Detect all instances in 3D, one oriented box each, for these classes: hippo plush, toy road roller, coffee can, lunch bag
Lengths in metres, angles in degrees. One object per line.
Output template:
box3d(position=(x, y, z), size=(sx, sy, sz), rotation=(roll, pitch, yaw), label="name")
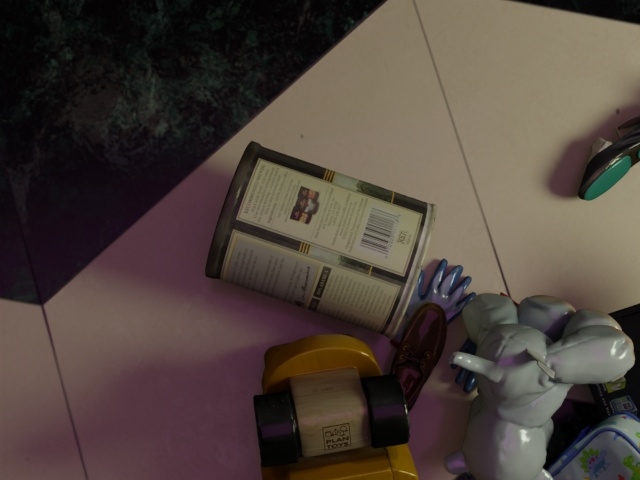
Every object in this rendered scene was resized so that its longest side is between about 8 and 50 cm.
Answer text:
box3d(position=(0.292, 0.223, 1.497), size=(0.234, 0.294, 0.236), rotation=(6, 107, 10), label="hippo plush")
box3d(position=(0.014, 0.276, 1.540), size=(0.203, 0.240, 0.329), rotation=(-9, 119, -5), label="toy road roller")
box3d(position=(0.000, 0.000, 1.554), size=(0.275, 0.201, 0.201), rotation=(19, 80, -1), label="coffee can")
box3d(position=(0.397, 0.353, 1.525), size=(0.176, 0.090, 0.219), rotation=(45, 119, 15), label="lunch bag")

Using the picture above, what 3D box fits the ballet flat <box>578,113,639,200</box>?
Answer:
box3d(position=(0.458, -0.139, 1.676), size=(0.203, 0.074, 0.074), rotation=(-36, 85, -2), label="ballet flat")

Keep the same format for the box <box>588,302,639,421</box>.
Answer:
box3d(position=(0.560, 0.253, 1.517), size=(0.318, 0.097, 0.395), rotation=(-24, 81, 33), label="box")

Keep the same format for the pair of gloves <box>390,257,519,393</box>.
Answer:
box3d(position=(0.210, 0.129, 1.638), size=(0.198, 0.023, 0.159), rotation=(31, 82, 3), label="pair of gloves")

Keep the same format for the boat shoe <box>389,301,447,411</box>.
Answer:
box3d(position=(0.136, 0.175, 1.589), size=(0.064, 0.060, 0.178), rotation=(22, 93, 5), label="boat shoe")
